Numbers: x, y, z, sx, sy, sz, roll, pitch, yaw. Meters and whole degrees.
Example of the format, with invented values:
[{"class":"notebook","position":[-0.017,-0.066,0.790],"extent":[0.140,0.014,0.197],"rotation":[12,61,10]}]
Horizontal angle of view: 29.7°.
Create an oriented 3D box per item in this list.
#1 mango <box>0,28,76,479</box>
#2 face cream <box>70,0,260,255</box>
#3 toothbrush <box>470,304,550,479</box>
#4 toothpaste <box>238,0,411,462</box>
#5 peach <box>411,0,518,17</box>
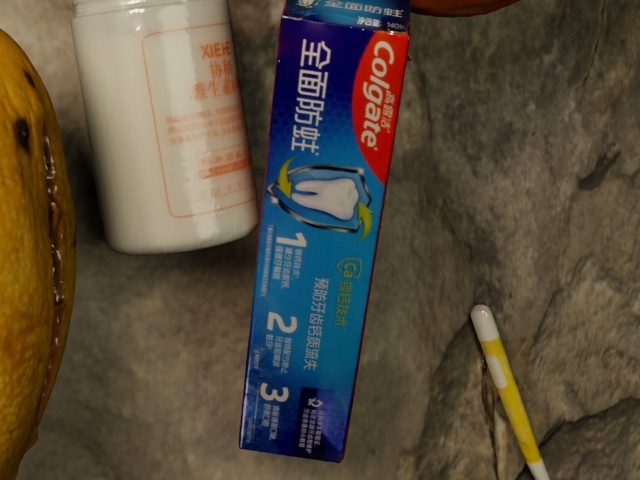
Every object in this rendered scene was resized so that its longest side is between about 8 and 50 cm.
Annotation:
[{"class":"mango","position":[-0.191,0.027,0.635],"extent":[0.120,0.177,0.295],"rotation":[-4,100,-3]},{"class":"face cream","position":[-0.103,-0.122,0.747],"extent":[0.101,0.101,0.251],"rotation":[-16,104,-41]},{"class":"toothbrush","position":[0.185,0.182,1.088],"extent":[0.024,0.021,0.288],"rotation":[-45,121,-43]},{"class":"toothpaste","position":[-0.001,0.000,0.770],"extent":[0.066,0.076,0.320],"rotation":[-80,178,-59]},{"class":"peach","position":[0.062,-0.318,0.757],"extent":[0.373,0.290,0.372],"rotation":[-12,108,-38]}]
